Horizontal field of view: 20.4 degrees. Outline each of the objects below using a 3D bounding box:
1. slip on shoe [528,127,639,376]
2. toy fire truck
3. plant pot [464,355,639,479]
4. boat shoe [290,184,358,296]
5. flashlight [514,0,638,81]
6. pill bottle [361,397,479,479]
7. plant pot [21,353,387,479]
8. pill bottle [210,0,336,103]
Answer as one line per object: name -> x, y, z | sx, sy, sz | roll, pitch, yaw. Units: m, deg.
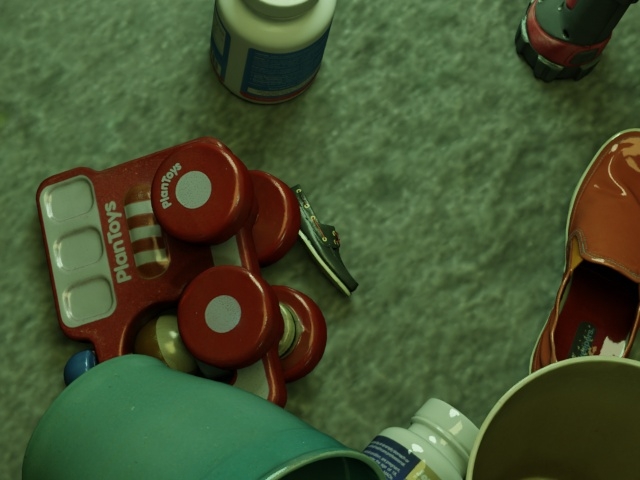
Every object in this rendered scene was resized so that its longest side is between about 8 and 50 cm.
slip on shoe -> 0.304, 0.028, 1.859 | 0.123, 0.101, 0.331 | 21, 70, 2
toy fire truck -> -0.149, 0.051, 1.783 | 0.253, 0.169, 0.302 | -17, 75, 17
plant pot -> 0.239, 0.264, 1.686 | 0.256, 0.274, 0.257 | 2, 73, -5
boat shoe -> 0.000, 0.000, 1.858 | 0.042, 0.049, 0.133 | -35, 75, -7
flashlight -> 0.281, -0.263, 1.839 | 0.103, 0.304, 0.103 | 29, 71, 4
pill bottle -> 0.078, 0.250, 1.757 | 0.112, 0.112, 0.187 | 41, 73, 7
plant pot -> -0.122, 0.241, 1.588 | 0.255, 0.272, 0.271 | 33, 69, 35
pill bottle -> -0.048, -0.235, 1.835 | 0.124, 0.221, 0.124 | 2, 73, -6
